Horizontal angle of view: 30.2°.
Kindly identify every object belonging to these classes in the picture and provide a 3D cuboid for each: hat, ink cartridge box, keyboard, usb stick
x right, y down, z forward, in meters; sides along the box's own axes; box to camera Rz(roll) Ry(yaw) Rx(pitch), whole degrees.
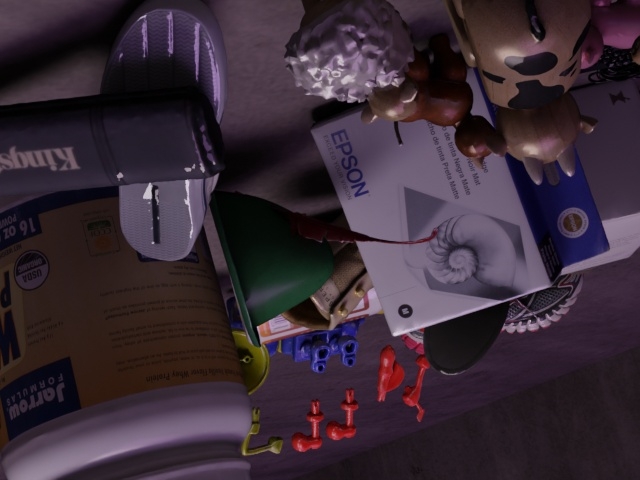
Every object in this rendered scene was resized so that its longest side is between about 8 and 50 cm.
[{"bbox_3d":[0.000,0.000,1.134,0.183,0.209,0.173,-18,139,-3],"label":"hat"},{"bbox_3d":[0.133,-0.045,1.105,0.223,0.223,0.045,-21,-168,10],"label":"ink cartridge box"},{"bbox_3d":[0.335,-0.183,1.153,0.192,0.038,0.100,-12,162,-11],"label":"keyboard"},{"bbox_3d":[-0.206,-0.067,0.869,0.277,0.045,0.077,-4,135,13],"label":"usb stick"}]

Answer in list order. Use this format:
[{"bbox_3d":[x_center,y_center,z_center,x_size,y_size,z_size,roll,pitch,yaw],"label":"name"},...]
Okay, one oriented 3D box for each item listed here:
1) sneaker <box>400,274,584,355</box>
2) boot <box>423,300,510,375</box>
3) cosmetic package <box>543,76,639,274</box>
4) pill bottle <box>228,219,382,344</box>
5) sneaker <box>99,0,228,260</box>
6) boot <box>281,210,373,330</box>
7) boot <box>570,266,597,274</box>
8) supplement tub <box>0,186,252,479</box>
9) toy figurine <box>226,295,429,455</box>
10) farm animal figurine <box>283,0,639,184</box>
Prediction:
[{"bbox_3d":[0.262,0.080,1.780,0.299,0.121,0.112,-20,133,-14],"label":"sneaker"},{"bbox_3d":[0.202,0.082,1.550,0.091,0.263,0.229,20,160,10],"label":"boot"},{"bbox_3d":[0.269,-0.058,1.283,0.151,0.151,0.184,-14,162,-7],"label":"cosmetic package"},{"bbox_3d":[0.005,0.041,1.398,0.216,0.121,0.121,-14,163,-7],"label":"pill bottle"},{"bbox_3d":[-0.119,-0.098,0.925,0.094,0.091,0.258,13,138,-3],"label":"sneaker"},{"bbox_3d":[0.063,-0.006,1.208,0.203,0.095,0.262,-41,-174,-28],"label":"boot"},{"bbox_3d":[0.384,-0.025,1.652,0.189,0.076,0.208,-8,154,-33],"label":"boot"},{"bbox_3d":[-0.192,0.107,1.091,0.228,0.316,0.228,-15,162,-5],"label":"supplement tub"},{"bbox_3d":[-0.052,0.146,1.578,0.362,0.191,0.217,-10,-158,-23],"label":"toy figurine"},{"bbox_3d":[0.179,-0.145,0.896,0.330,0.172,0.326,-24,161,21],"label":"farm animal figurine"}]
